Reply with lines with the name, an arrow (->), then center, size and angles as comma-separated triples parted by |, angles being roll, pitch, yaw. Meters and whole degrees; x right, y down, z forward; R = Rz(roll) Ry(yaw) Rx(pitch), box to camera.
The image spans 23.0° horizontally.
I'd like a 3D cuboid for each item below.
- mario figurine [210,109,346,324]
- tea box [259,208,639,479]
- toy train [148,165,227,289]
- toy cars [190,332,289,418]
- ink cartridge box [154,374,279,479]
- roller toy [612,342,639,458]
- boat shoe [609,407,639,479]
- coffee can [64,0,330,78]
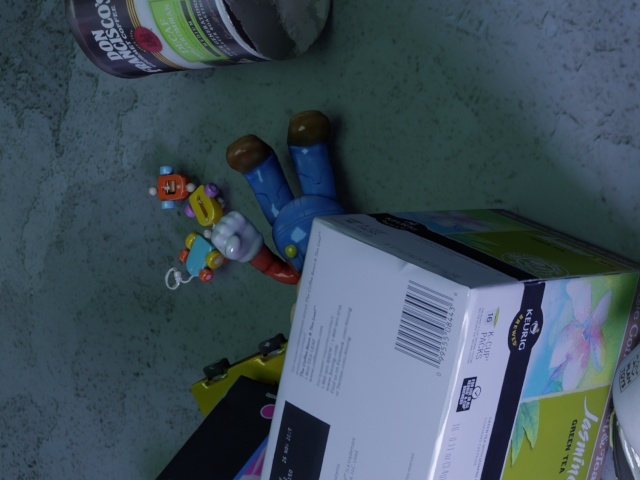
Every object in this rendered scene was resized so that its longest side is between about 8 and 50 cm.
mario figurine -> 0.000, 0.000, 1.860 | 0.198, 0.170, 0.320 | -36, 68, 35
tea box -> 0.140, 0.155, 1.637 | 0.220, 0.323, 0.329 | 24, 109, 39
toy train -> -0.169, -0.021, 2.092 | 0.125, 0.046, 0.166 | -10, 83, 43
toy cars -> -0.092, 0.266, 2.014 | 0.176, 0.087, 0.394 | 27, 116, 19
ink cartridge box -> -0.107, 0.309, 1.772 | 0.175, 0.371, 0.069 | 17, 135, 22
roller toy -> 0.382, 0.156, 1.509 | 0.146, 0.191, 0.209 | -49, 62, 33
boat shoe -> 0.351, 0.267, 1.631 | 0.069, 0.081, 0.228 | -121, 19, -81
coffee can -> -0.153, -0.312, 1.950 | 0.275, 0.201, 0.202 | -1, 92, 42
